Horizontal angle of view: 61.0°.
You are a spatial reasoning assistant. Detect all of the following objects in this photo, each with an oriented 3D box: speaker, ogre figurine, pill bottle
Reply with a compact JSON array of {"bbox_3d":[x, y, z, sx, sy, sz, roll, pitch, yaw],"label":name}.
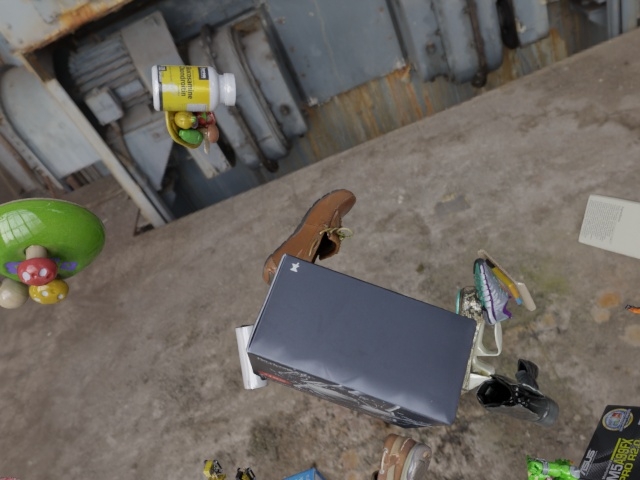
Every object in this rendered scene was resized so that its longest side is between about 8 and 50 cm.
[{"bbox_3d":[-0.150,0.251,1.188,0.055,0.055,0.136,-12,84,21],"label":"speaker"},{"bbox_3d":[0.573,0.590,1.339,0.118,0.197,0.097,-4,28,18],"label":"ogre figurine"},{"bbox_3d":[-0.293,-0.352,1.260,0.184,0.103,0.103,-4,35,-16],"label":"pill bottle"}]

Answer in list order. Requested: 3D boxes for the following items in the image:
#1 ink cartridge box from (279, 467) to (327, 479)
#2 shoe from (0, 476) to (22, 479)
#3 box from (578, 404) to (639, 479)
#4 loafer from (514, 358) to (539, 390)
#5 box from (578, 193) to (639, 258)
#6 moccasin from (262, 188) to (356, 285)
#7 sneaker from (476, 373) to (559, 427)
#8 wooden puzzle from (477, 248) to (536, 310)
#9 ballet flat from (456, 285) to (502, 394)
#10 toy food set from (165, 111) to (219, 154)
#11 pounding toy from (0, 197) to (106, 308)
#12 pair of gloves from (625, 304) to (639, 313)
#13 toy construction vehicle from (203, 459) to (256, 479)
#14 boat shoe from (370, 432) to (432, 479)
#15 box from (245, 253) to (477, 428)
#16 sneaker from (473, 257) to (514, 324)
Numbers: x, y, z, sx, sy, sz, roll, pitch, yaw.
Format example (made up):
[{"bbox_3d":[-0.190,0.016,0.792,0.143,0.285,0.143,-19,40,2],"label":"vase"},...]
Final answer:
[{"bbox_3d":[-0.088,0.498,0.816,0.307,0.223,0.129,-26,32,13],"label":"ink cartridge box"},{"bbox_3d":[-0.258,0.266,0.487,0.178,0.063,0.081,9,43,7],"label":"shoe"},{"bbox_3d":[0.814,0.547,1.407,0.270,0.060,0.216,-41,13,-33],"label":"box"},{"bbox_3d":[0.733,0.505,1.947,0.078,0.076,0.223,31,30,6],"label":"loafer"},{"bbox_3d":[0.660,-0.015,1.059,0.094,0.113,0.275,2,15,-31],"label":"box"},{"bbox_3d":[0.001,-0.002,1.464,0.147,0.139,0.380,29,47,13],"label":"moccasin"},{"bbox_3d":[0.231,0.195,0.690,0.051,0.089,0.170,-68,17,-11],"label":"sneaker"},{"bbox_3d":[0.712,0.157,2.097,0.044,0.221,0.239,-41,43,1],"label":"wooden puzzle"},{"bbox_3d":[0.551,0.396,1.951,0.182,0.483,0.164,12,21,20],"label":"ballet flat"},{"bbox_3d":[-0.313,-0.305,1.415,0.071,0.218,0.128,3,87,18],"label":"toy food set"},{"bbox_3d":[-0.435,0.046,0.809,0.237,0.183,0.110,-26,58,10],"label":"pounding toy"},{"bbox_3d":[0.668,0.136,1.099,0.083,0.074,0.010,-24,55,55],"label":"pair of gloves"},{"bbox_3d":[-0.158,0.433,0.962,0.086,0.098,0.035,-8,29,20],"label":"toy construction vehicle"},{"bbox_3d":[0.178,0.615,1.342,0.116,0.324,0.123,24,19,31],"label":"boat shoe"},{"bbox_3d":[0.056,0.202,0.997,0.343,0.312,0.179,19,69,3],"label":"box"},{"bbox_3d":[0.568,0.159,1.781,0.098,0.224,0.083,-13,4,-2],"label":"sneaker"}]
